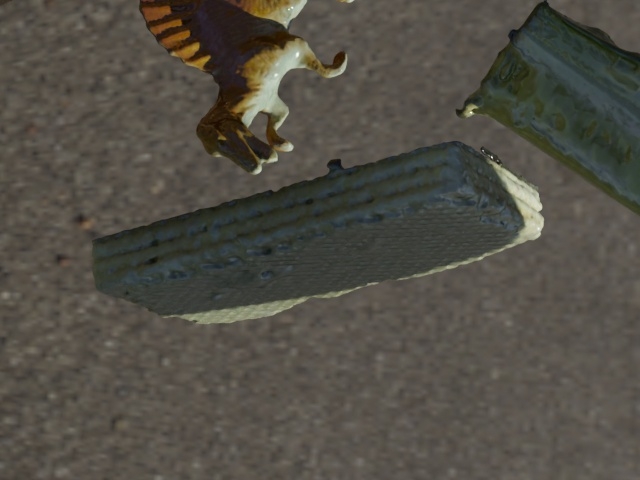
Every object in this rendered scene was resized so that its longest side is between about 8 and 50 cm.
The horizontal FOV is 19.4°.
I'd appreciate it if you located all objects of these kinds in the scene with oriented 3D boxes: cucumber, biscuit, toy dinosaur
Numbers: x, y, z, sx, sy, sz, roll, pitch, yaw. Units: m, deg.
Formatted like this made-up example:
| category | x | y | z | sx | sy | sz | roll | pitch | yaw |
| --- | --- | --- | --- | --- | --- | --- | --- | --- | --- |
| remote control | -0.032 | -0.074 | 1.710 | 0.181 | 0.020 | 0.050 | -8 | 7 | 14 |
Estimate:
| category | x | y | z | sx | sy | sz | roll | pitch | yaw |
| --- | --- | --- | --- | --- | --- | --- | --- | --- | --- |
| cucumber | 0.290 | -0.078 | 1.641 | 0.145 | 0.325 | 0.105 | -58 | 166 | 21 |
| biscuit | 0.000 | 0.000 | 0.925 | 0.121 | 0.199 | 0.041 | 26 | 53 | -61 |
| toy dinosaur | -0.062 | -0.140 | 1.106 | 0.142 | 0.057 | 0.212 | -32 | 76 | -36 |

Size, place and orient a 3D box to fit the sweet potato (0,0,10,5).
| category | x | y | z | sx | sy | sz | roll | pitch | yaw |
| --- | --- | --- | --- | --- | --- | --- | --- | --- | --- |
| sweet potato | -0.303 | -0.220 | 1.310 | 0.369 | 0.158 | 0.158 | -7 | 94 | -21 |
